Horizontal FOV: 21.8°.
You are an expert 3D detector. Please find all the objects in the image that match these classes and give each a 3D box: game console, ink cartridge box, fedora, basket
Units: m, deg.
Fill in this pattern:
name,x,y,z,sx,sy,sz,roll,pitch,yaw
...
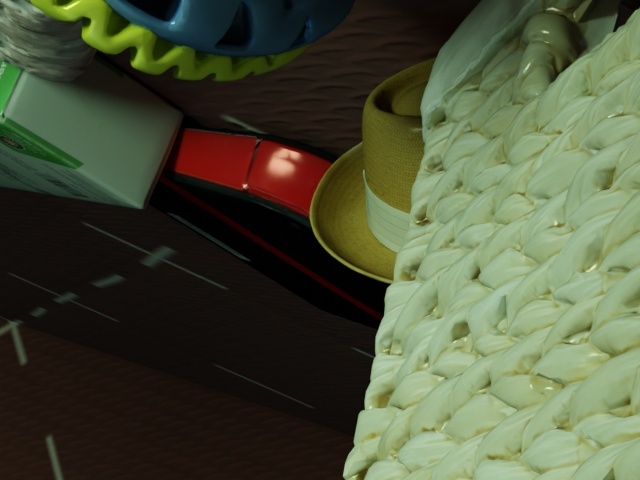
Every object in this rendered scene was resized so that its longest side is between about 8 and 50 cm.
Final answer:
name,x,y,z,sx,sy,sz,roll,pitch,yaw
game console,0.000,0.000,1.415,0.342,0.060,0.386,17,167,48
ink cartridge box,-0.234,-0.100,1.286,0.208,0.087,0.153,9,162,45
fedora,0.081,-0.049,0.886,0.194,0.194,0.079,13,131,36
basket,0.208,0.038,0.533,0.331,0.266,0.328,25,153,-12

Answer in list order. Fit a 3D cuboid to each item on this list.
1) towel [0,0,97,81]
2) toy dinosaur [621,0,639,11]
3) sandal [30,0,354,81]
name,x,y,z,sx,sy,sz,roll,pitch,yaw
towel,-0.276,-0.207,0.992,0.317,0.053,0.332,23,169,-6
toy dinosaur,0.096,-0.133,0.669,0.112,0.064,0.211,36,156,-5
sandal,-0.090,-0.167,0.698,0.317,0.126,0.138,18,132,-43
